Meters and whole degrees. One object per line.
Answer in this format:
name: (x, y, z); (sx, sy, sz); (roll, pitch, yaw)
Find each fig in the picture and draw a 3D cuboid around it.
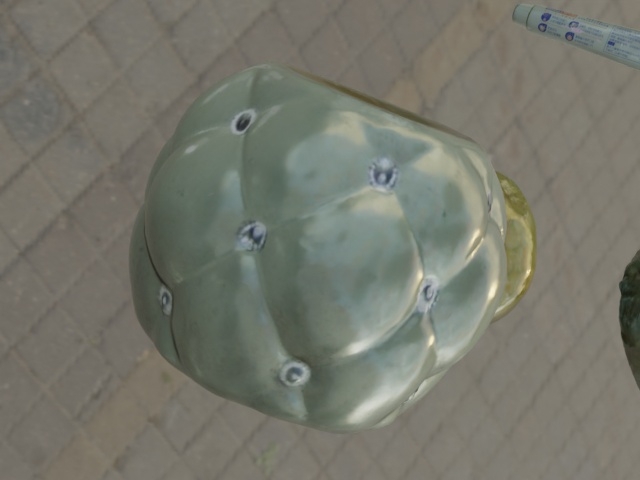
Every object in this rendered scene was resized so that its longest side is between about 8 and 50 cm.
fig: (0.130, 0.005, 1.148); (0.121, 0.136, 0.153); (39, 69, -43)

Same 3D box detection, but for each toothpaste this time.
toothpaste: (0.318, -0.228, 1.470); (0.033, 0.218, 0.052); (9, 102, -61)

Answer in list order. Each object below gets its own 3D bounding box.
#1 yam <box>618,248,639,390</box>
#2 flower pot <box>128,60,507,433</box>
yam: (0.300, 0.074, 0.632); (0.133, 0.330, 0.133); (-7, 103, -31)
flower pot: (0.000, 0.000, 0.833); (0.246, 0.246, 0.195); (10, 104, -47)
